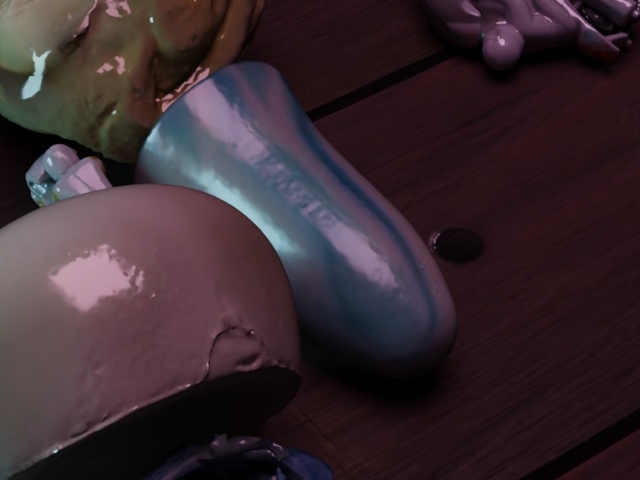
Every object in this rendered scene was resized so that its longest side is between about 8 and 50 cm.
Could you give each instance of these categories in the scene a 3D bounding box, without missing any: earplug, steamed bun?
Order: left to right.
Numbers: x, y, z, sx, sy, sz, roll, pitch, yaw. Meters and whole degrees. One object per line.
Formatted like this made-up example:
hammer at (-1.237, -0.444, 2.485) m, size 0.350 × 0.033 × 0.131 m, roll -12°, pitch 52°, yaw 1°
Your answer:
steamed bun at (-0.178, 0.083, 1.465) m, size 0.324 × 0.324 × 0.206 m, roll -20°, pitch 72°, yaw -20°
steamed bun at (-0.192, -0.224, 1.830) m, size 0.325 × 0.230 × 0.372 m, roll -37°, pitch 32°, yaw -7°
earplug at (0.000, 0.000, 1.671) m, size 0.185 × 0.185 × 0.324 m, roll -30°, pitch 56°, yaw -28°

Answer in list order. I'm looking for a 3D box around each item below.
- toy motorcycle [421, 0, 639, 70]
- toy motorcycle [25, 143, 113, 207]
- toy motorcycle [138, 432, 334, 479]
toy motorcycle at (0.211, -0.250, 1.989) m, size 0.260 × 0.110 × 0.171 m, roll 18°, pitch 62°, yaw 7°
toy motorcycle at (-0.202, -0.025, 1.697) m, size 0.074 × 0.151 × 0.229 m, roll -40°, pitch 47°, yaw -16°
toy motorcycle at (-0.084, 0.264, 1.385) m, size 0.154 × 0.206 × 0.260 m, roll -14°, pitch 30°, yaw 42°
